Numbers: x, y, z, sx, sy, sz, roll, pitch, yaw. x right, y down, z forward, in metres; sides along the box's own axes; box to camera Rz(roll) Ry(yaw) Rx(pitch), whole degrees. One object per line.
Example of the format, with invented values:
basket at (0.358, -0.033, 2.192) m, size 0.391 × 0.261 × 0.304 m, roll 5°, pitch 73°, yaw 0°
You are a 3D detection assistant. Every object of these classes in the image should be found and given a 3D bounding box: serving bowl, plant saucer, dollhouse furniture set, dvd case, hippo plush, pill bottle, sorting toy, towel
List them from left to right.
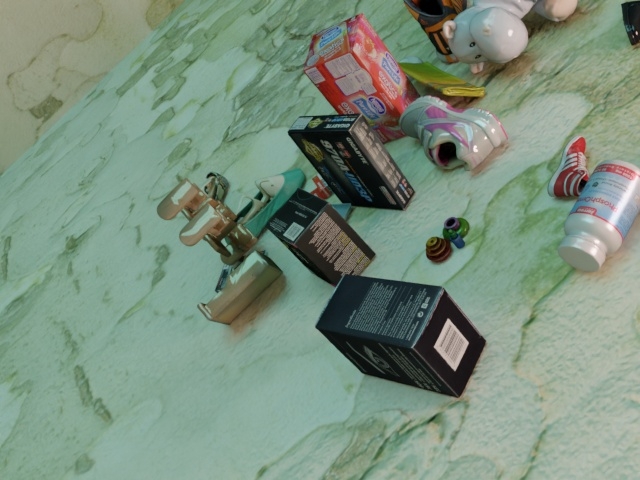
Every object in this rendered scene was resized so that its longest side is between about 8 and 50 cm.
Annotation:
dollhouse furniture set at (-0.224, 0.029, 1.532) m, size 0.161 × 0.212 × 0.242 m, roll -44°, pitch 71°, yaw 3°
dvd case at (-0.173, 0.069, 1.633) m, size 0.119 × 0.013 × 0.087 m, roll -14°, pitch 45°, yaw 32°
plant saucer at (-0.015, -0.047, 1.599) m, size 0.192 × 0.018 × 0.067 m, roll 2°, pitch 54°, yaw 43°
serving bowl at (0.200, -0.404, 1.752) m, size 0.083 × 0.027 × 0.083 m, roll -26°, pitch 38°, yaw 22°
towel at (0.247, -0.351, 1.605) m, size 0.237 × 0.102 × 0.021 m, roll -132°, pitch 46°, yaw -55°
sorting toy at (0.221, -0.009, 1.315) m, size 0.061 × 0.042 × 0.102 m, roll 15°, pitch 64°, yaw 50°
hippo plush at (0.346, -0.488, 1.524) m, size 0.236 × 0.234 × 0.294 m, roll -50°, pitch 37°, yaw -11°
pill bottle at (0.420, -0.035, 1.115) m, size 0.087 × 0.087 × 0.160 m, roll 13°, pitch 63°, yaw 49°

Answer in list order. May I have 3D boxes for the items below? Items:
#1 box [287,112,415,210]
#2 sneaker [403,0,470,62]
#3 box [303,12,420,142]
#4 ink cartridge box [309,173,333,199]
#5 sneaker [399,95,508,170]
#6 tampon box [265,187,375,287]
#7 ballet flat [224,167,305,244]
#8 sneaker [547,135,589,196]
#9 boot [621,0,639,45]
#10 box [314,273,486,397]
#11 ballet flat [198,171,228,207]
box at (0.061, -0.152, 1.462) m, size 0.175 × 0.220 × 0.051 m, roll 8°, pitch 57°, yaw 46°
sneaker at (0.263, -0.562, 1.723) m, size 0.125 × 0.180 × 0.321 m, roll -30°, pitch 38°, yaw 17°
box at (0.094, -0.332, 1.582) m, size 0.128 × 0.257 × 0.122 m, roll -14°, pitch 47°, yaw 34°
ink cartridge box at (0.012, -0.126, 1.644) m, size 0.115 × 0.029 × 0.063 m, roll -38°, pitch 36°, yaw 5°
sneaker at (0.233, -0.203, 1.452) m, size 0.111 × 0.103 × 0.252 m, roll -50°, pitch 36°, yaw -13°
tampon box at (0.000, 0.000, 1.413) m, size 0.101 × 0.161 × 0.120 m, roll -49°, pitch 35°, yaw -8°
ballet flat at (-0.133, -0.087, 1.691) m, size 0.247 × 0.087 × 0.083 m, roll -50°, pitch 38°, yaw -11°
sneaker at (0.428, -0.121, 1.233) m, size 0.067 × 0.042 × 0.118 m, roll 11°, pitch 69°, yaw 53°
boot at (0.608, -0.416, 1.368) m, size 0.099 × 0.045 × 0.121 m, roll -14°, pitch 44°, yaw 29°
box at (0.122, 0.144, 1.158) m, size 0.207 × 0.153 × 0.108 m, roll 7°, pitch 58°, yaw 46°
ballet flat at (-0.283, -0.097, 1.864) m, size 0.070 × 0.070 × 0.188 m, roll -20°, pitch 42°, yaw 29°
